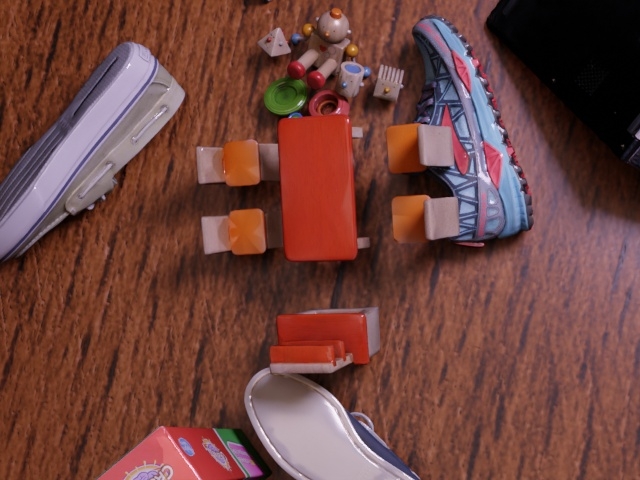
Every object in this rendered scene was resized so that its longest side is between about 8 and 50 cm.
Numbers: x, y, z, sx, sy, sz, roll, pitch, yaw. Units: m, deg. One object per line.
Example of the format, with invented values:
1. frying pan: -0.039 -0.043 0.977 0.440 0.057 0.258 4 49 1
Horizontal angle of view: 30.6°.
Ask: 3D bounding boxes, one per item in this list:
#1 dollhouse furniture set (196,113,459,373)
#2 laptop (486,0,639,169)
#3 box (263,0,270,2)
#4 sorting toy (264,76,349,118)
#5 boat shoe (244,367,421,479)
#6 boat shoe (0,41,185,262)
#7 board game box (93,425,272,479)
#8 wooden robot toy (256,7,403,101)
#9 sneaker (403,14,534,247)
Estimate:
1. dollhouse furniture set: 0.000 0.000 1.216 0.262 0.135 0.259 -3 92 23
2. laptop: 0.455 -0.240 1.203 0.382 0.236 0.408 -54 48 23
3. box: -0.037 -0.404 1.368 0.190 0.045 0.184 -34 75 2
4. sorting toy: -0.015 -0.144 1.327 0.102 0.042 0.061 18 68 22
5. boat shoe: 0.027 0.229 1.235 0.254 0.079 0.095 34 84 10
6. boat shoe: -0.271 -0.083 1.320 0.094 0.109 0.302 38 97 -30
7. board game box: -0.185 0.280 1.135 0.242 0.316 0.064 -40 77 1
8. wooden robot toy: 0.014 -0.215 1.297 0.173 0.079 0.076 27 42 12
9. sneaker: 0.135 -0.118 1.265 0.125 0.104 0.262 -21 78 6
